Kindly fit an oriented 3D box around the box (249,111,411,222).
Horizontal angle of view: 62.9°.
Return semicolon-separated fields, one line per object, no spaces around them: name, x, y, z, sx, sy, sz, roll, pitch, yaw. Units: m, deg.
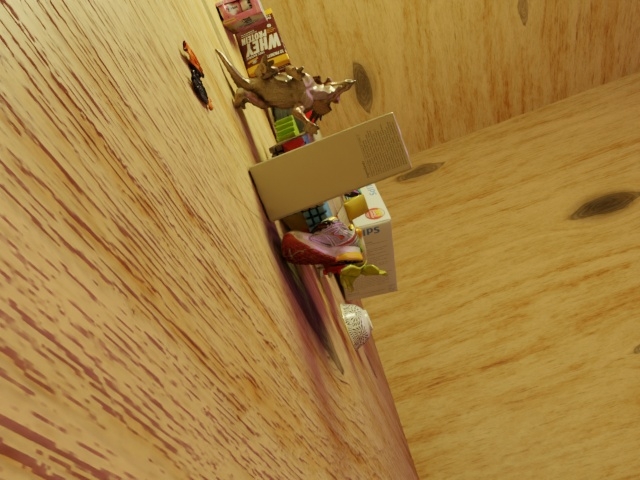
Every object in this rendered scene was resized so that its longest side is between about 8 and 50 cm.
box;0.018;-0.135;0.963;0.094;0.275;0.113;-89;159;-79

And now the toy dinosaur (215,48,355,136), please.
toy dinosaur;-0.081;-0.318;1.117;0.200;0.296;0.127;-91;-163;-72

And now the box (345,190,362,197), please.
box;0.044;-0.184;1.719;0.029;0.162;0.116;-67;-152;20

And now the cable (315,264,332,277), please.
cable;-0.009;-0.043;1.460;0.139;0.072;0.287;47;28;-60

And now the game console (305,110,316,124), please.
game console;-0.084;-0.413;1.946;0.386;0.060;0.341;-133;-158;-63

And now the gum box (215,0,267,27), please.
gum box;-0.211;-0.617;1.415;0.188;0.107;0.062;-94;164;-75

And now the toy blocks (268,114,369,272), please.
toy blocks;-0.019;-0.093;1.189;0.261;0.191;0.381;-61;132;-70

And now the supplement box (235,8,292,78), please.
supplement box;-0.162;-0.560;1.622;0.191;0.129;0.194;58;13;-72

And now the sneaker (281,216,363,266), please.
sneaker;0.000;0.000;1.009;0.225;0.088;0.092;7;74;-57

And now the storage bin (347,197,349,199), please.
storage bin;0.044;-0.131;1.752;0.091;0.098;0.135;58;9;-21

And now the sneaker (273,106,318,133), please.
sneaker;-0.064;-0.315;1.660;0.109;0.130;0.286;-85;163;-78

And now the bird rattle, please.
bird rattle;0.084;0.026;1.516;0.253;0.143;0.206;-130;-150;-60

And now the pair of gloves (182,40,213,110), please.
pair of gloves;-0.177;-0.235;0.750;0.074;0.010;0.083;61;13;-72

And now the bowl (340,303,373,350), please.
bowl;0.131;0.284;1.799;0.170;0.080;0.170;-21;90;-86

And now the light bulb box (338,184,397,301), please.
light bulb box;0.155;-0.013;2.136;0.357;0.226;0.360;-105;-177;-54
